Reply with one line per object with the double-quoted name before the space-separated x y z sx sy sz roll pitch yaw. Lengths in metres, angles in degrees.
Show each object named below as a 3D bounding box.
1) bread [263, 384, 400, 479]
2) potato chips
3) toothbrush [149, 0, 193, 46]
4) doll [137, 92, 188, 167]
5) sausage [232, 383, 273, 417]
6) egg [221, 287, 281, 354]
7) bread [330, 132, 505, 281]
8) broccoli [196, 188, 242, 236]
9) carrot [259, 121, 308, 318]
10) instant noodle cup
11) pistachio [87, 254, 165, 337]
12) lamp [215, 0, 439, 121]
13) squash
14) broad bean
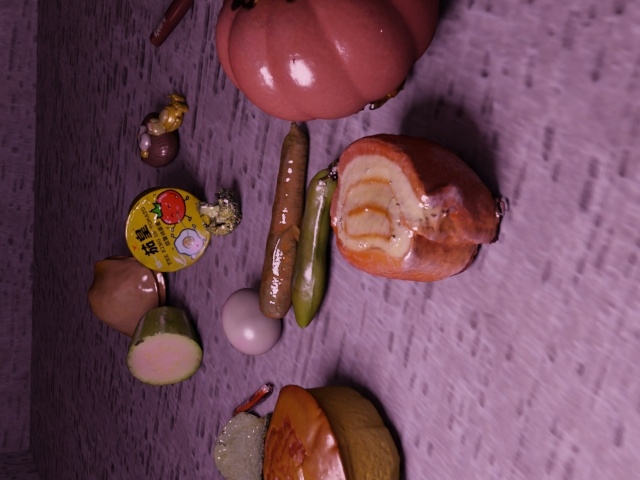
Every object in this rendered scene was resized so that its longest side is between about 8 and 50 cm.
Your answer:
"bread" 0.005 0.347 1.277 0.270 0.148 0.270 8 99 60
"potato chips" -0.134 0.412 1.634 0.228 0.059 0.167 -26 76 54
"toothbrush" -0.306 -0.516 1.870 0.364 0.040 0.041 -26 70 59
"doll" -0.370 -0.257 1.961 0.145 0.096 0.188 38 116 44
"sausage" -0.133 0.313 1.652 0.198 0.025 0.028 133 147 -52
"egg" -0.126 0.145 1.540 0.135 0.103 0.103 61 142 39
"bread" 0.112 -0.040 1.077 0.244 0.123 0.190 0 91 60
"broccoli" -0.199 -0.055 1.671 0.097 0.091 0.095 -179 99 -79
"carrot" -0.057 -0.031 1.444 0.070 0.070 0.343 30 115 57
"instant noodle cup" -0.341 -0.037 1.857 0.144 0.182 0.182 -143 55 -66
"pistachio" -0.467 0.140 2.117 0.260 0.162 0.213 -3 111 48
"lamp" 0.017 -0.278 1.101 0.305 0.240 0.305 -20 45 21
"squash" -0.351 0.229 1.911 0.123 0.170 0.170 -103 28 -43
"broad bean" -0.008 -0.001 1.351 0.075 0.067 0.325 36 126 44
